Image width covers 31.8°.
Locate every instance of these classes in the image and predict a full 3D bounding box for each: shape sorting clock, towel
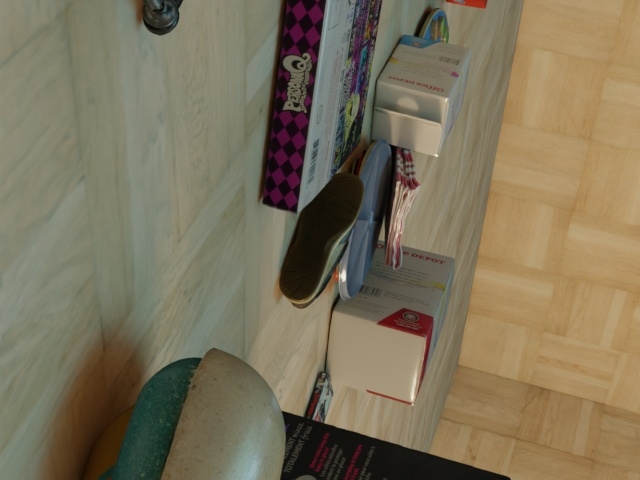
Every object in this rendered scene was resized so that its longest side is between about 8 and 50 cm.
[{"bbox_3d":[0.154,-0.228,1.604,0.206,0.040,0.206,14,90,-78],"label":"shape sorting clock"},{"bbox_3d":[0.104,-0.077,1.465,0.197,0.029,0.144,-86,-178,-49],"label":"towel"}]

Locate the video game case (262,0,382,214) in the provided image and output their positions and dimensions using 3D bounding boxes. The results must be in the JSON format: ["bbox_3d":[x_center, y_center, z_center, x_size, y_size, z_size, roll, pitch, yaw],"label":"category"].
[{"bbox_3d":[0.010,-0.167,1.024,0.210,0.042,0.232,-53,154,-61],"label":"video game case"}]

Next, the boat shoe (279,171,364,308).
[{"bbox_3d":[0.000,0.000,1.158,0.152,0.056,0.049,-61,168,-20],"label":"boat shoe"}]

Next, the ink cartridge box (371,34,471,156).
[{"bbox_3d":[0.123,-0.178,1.402,0.143,0.092,0.090,-60,161,-47],"label":"ink cartridge box"}]

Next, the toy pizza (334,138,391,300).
[{"bbox_3d":[0.045,-0.027,1.362,0.201,0.032,0.201,14,90,-78],"label":"toy pizza"}]

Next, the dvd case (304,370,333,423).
[{"bbox_3d":[-0.009,0.239,1.463,0.087,0.013,0.119,78,28,-63],"label":"dvd case"}]

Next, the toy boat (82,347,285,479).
[{"bbox_3d":[-0.120,0.212,0.699,0.318,0.148,0.267,-69,173,-61],"label":"toy boat"}]

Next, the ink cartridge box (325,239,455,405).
[{"bbox_3d":[0.096,0.104,1.508,0.176,0.128,0.127,-60,160,-50],"label":"ink cartridge box"}]

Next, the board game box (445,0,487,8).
[{"bbox_3d":[0.209,-0.464,1.526,0.316,0.064,0.242,-9,113,-77],"label":"board game box"}]

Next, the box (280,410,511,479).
[{"bbox_3d":[0.016,0.276,1.009,0.165,0.270,0.143,-58,158,-54],"label":"box"}]

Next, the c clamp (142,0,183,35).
[{"bbox_3d":[-0.098,-0.165,0.608,0.161,0.022,0.137,45,55,-74],"label":"c clamp"}]
